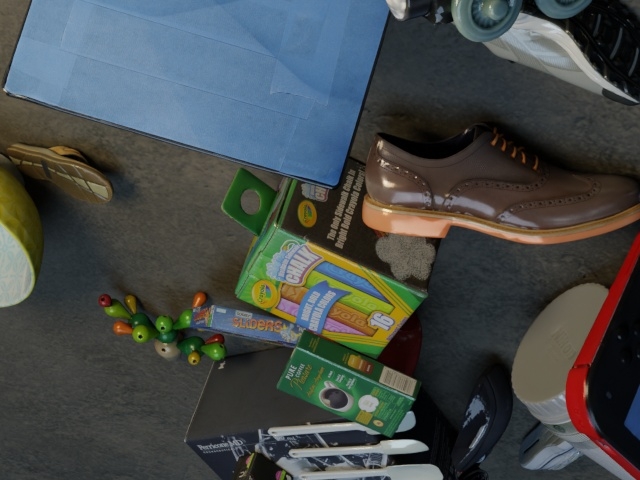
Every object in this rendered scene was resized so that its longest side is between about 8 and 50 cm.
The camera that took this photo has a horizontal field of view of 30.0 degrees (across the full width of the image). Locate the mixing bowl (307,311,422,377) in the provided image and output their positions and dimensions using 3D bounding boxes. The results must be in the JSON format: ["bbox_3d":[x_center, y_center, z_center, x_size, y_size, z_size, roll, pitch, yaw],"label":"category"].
[{"bbox_3d":[0.084,0.135,1.775,0.181,0.181,0.098,28,123,-12],"label":"mixing bowl"}]

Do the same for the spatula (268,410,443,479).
[{"bbox_3d":[0.053,0.326,1.828,0.242,0.019,0.168,-9,132,22],"label":"spatula"}]

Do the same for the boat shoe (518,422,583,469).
[{"bbox_3d":[0.400,0.313,1.928,0.076,0.083,0.226,13,152,-12],"label":"boat shoe"}]

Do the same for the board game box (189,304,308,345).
[{"bbox_3d":[-0.088,0.137,1.844,0.201,0.035,0.136,13,172,-19],"label":"board game box"}]

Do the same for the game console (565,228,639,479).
[{"bbox_3d":[0.496,0.178,1.543,0.386,0.342,0.060,41,159,-25],"label":"game console"}]

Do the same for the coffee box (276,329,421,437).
[{"bbox_3d":[0.039,0.202,1.684,0.184,0.040,0.113,23,138,0],"label":"coffee box"}]

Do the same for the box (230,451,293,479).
[{"bbox_3d":[-0.096,0.390,1.917,0.083,0.062,0.052,39,136,-21],"label":"box"}]

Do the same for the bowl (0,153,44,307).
[{"bbox_3d":[-0.529,-0.049,1.784,0.290,0.156,0.289,12,141,10],"label":"bowl"}]

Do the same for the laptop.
[{"bbox_3d":[-0.100,-0.317,1.206,0.382,0.236,0.408,16,138,0],"label":"laptop"}]

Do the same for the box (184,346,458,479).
[{"bbox_3d":[0.010,0.336,2.004,0.343,0.179,0.312,-14,128,31],"label":"box"}]

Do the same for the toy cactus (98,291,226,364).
[{"bbox_3d":[-0.254,0.148,1.971,0.219,0.112,0.180,12,158,3],"label":"toy cactus"}]

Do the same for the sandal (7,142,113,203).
[{"bbox_3d":[-0.378,-0.111,1.755,0.180,0.049,0.072,21,143,20],"label":"sandal"}]

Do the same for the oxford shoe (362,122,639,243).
[{"bbox_3d":[0.236,-0.077,1.511,0.364,0.130,0.132,1,110,0],"label":"oxford shoe"}]

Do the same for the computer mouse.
[{"bbox_3d":[0.272,0.315,1.923,0.060,0.184,0.262,26,107,25],"label":"computer mouse"}]

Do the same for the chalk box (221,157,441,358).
[{"bbox_3d":[0.000,0.000,1.638,0.289,0.180,0.179,25,138,-6],"label":"chalk box"}]

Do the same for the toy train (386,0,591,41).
[{"bbox_3d":[0.209,-0.319,1.152,0.334,0.142,0.190,-20,126,-16],"label":"toy train"}]

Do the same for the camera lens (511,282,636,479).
[{"bbox_3d":[0.436,0.214,1.683,0.274,0.219,0.219,34,137,-18],"label":"camera lens"}]

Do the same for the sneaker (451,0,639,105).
[{"bbox_3d":[0.261,-0.236,1.360,0.272,0.100,0.108,29,152,-8],"label":"sneaker"}]
